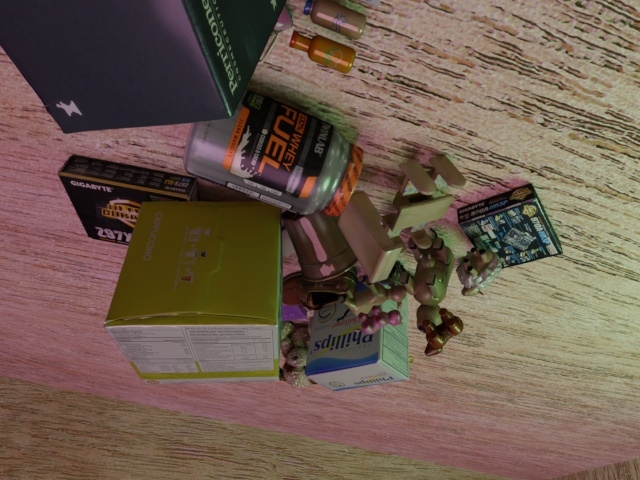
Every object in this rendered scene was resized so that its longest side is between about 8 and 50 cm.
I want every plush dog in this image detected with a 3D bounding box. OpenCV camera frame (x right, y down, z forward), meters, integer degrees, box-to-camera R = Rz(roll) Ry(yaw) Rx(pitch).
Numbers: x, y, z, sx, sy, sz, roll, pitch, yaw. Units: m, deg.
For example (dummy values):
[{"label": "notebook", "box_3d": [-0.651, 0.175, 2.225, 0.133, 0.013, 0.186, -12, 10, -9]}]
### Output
[{"label": "plush dog", "box_3d": [-0.069, 0.425, 1.513, 0.263, 0.225, 0.210, -5, 139, 17]}]

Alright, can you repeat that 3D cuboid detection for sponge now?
[{"label": "sponge", "box_3d": [-0.162, 0.246, 1.470, 0.210, 0.031, 0.117, -9, 137, 22]}]

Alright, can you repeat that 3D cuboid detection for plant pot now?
[{"label": "plant pot", "box_3d": [-0.005, -0.015, 1.001, 0.167, 0.167, 0.165, -14, 117, 27]}]

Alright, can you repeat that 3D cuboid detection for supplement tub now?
[{"label": "supplement tub", "box_3d": [-0.088, -0.169, 0.819, 0.316, 0.193, 0.193, 19, 140, -12]}]

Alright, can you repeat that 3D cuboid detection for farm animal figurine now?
[{"label": "farm animal figurine", "box_3d": [0.245, 0.135, 1.049, 0.330, 0.326, 0.172, 21, 163, 44]}]

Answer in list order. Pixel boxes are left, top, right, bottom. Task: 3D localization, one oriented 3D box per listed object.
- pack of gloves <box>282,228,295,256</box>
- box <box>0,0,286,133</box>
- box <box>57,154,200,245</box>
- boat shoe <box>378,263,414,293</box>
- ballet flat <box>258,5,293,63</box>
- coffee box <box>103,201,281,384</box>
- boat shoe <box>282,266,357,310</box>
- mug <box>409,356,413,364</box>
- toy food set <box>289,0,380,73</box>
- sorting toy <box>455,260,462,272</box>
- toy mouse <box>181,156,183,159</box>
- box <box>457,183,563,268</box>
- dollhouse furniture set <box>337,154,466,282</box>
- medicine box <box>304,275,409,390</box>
[{"label": "pack of gloves", "box_3d": [0.000, 0.000, 1.142, 0.232, 0.046, 0.195, -30, 115, 35]}, {"label": "box", "box_3d": [-0.186, -0.358, 0.449, 0.212, 0.395, 0.293, 0, 140, 13]}, {"label": "box", "box_3d": [-0.483, -0.080, 1.105, 0.322, 0.079, 0.257, 11, 143, -2]}, {"label": "boat shoe", "box_3d": [0.216, 0.095, 1.187, 0.183, 0.066, 0.066, 25, 135, -32]}, {"label": "ballet flat", "box_3d": [-0.140, -0.336, 0.726, 0.222, 0.076, 0.079, -23, 135, 29]}, {"label": "coffee box", "box_3d": [-0.264, 0.131, 1.016, 0.338, 0.337, 0.334, 0, 142, -4]}, {"label": "boat shoe", "box_3d": [-0.029, 0.158, 1.274, 0.307, 0.104, 0.111, -24, 130, 35]}, {"label": "mug", "box_3d": [0.325, 0.486, 1.650, 0.062, 0.078, 0.064, 23, 143, 38]}, {"label": "toy food set", "box_3d": [0.037, -0.378, 0.601, 0.105, 0.111, 0.232, 17, 143, -9]}, {"label": "sorting toy", "box_3d": [0.406, 0.076, 1.121, 0.102, 0.061, 0.042, 1, 124, -50]}, {"label": "toy mouse", "box_3d": [-0.238, -0.163, 0.964, 0.161, 0.031, 0.143, 20, 177, 14]}, {"label": "box", "box_3d": [0.456, -0.021, 0.996, 0.175, 0.051, 0.220, -21, 131, 33]}, {"label": "dollhouse furniture set", "box_3d": [0.185, -0.033, 0.881, 0.242, 0.161, 0.212, -15, 146, -21]}, {"label": "medicine box", "box_3d": [0.113, 0.276, 1.241, 0.264, 0.289, 0.149, -23, 131, 34]}]
